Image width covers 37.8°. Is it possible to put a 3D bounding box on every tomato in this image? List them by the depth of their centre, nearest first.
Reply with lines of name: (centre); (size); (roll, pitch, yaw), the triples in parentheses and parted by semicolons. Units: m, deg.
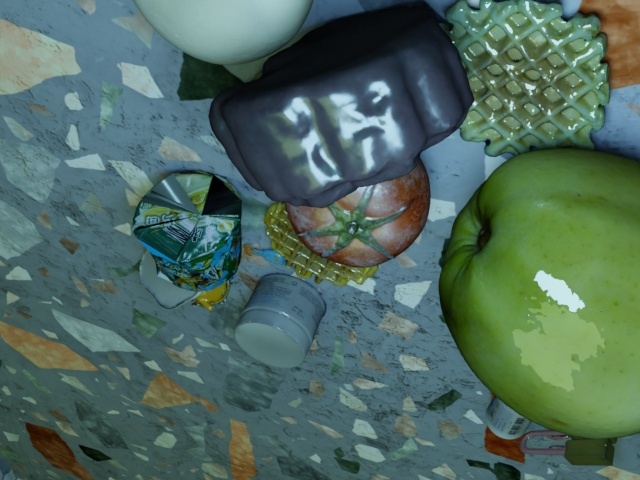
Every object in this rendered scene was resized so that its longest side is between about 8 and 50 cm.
tomato: (0.066, -0.088, 1.692); (0.265, 0.264, 0.264); (16, 141, 13)

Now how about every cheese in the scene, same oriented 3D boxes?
cheese: (-0.123, 0.033, 2.119); (0.111, 0.017, 0.047); (14, 138, 15)

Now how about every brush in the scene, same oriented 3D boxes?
brush: (0.568, 0.470, 2.169); (0.234, 0.103, 0.047); (-13, 132, 41)

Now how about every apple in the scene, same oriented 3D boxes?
apple: (0.417, 0.078, 1.518); (0.474, 0.473, 0.473); (16, 141, 13)

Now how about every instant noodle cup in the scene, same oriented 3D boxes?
instant noodle cup: (-0.269, -0.008, 2.002); (0.240, 0.240, 0.178); (15, 148, 14)

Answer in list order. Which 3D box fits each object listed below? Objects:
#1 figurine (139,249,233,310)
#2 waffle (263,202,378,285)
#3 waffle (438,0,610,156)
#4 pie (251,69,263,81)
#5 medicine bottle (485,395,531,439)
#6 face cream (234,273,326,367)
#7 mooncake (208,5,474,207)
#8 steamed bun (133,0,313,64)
figurine: (-0.307, 0.083, 2.235); (0.141, 0.166, 0.250); (12, -172, -45)
waffle: (0.000, 0.001, 1.981); (0.249, 0.056, 0.253); (7, 137, 23)
waffle: (0.316, -0.257, 1.500); (0.292, 0.056, 0.309); (9, 138, 20)
pie: (-0.060, -0.247, 1.734); (0.195, 0.046, 0.195); (16, 141, 14)
medicine bottle: (0.444, 0.366, 2.114); (0.103, 0.102, 0.186); (20, 142, 7)
face cream: (-0.092, 0.185, 2.170); (0.177, 0.152, 0.177); (16, 143, 13)
mooncake: (0.044, -0.205, 1.417); (0.351, 0.381, 0.212); (5, 126, 57)
steamed bun: (-0.163, -0.421, 1.462); (0.325, 0.206, 0.324); (15, 140, 13)
